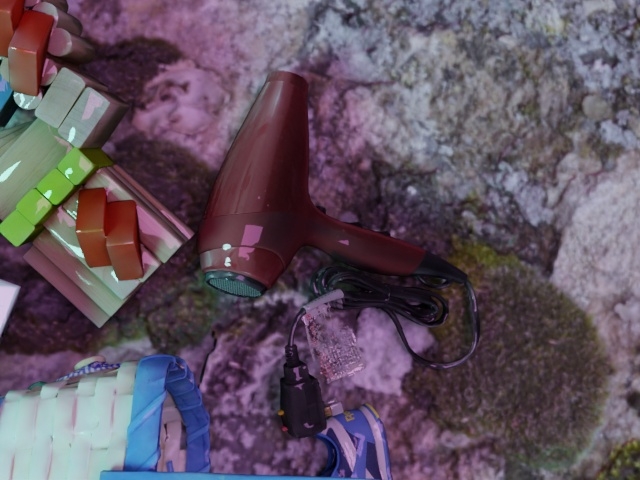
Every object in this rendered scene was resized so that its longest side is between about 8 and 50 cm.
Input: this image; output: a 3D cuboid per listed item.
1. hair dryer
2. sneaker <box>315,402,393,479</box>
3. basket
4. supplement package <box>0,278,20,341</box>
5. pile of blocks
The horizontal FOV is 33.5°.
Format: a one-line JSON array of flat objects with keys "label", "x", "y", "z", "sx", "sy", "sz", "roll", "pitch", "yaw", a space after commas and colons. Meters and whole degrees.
[{"label": "hair dryer", "x": 0.000, "y": 0.000, "z": 0.896, "sx": 0.224, "sy": 0.080, "sz": 0.293, "roll": -23, "pitch": 95, "yaw": -36}, {"label": "sneaker", "x": 0.030, "y": 0.210, "z": 0.877, "sx": 0.059, "sy": 0.053, "sz": 0.144, "roll": -9, "pitch": 78, "yaw": -18}, {"label": "basket", "x": -0.094, "y": 0.184, "z": 0.724, "sx": 0.289, "sy": 0.255, "sz": 0.201, "roll": 6, "pitch": 69, "yaw": 0}, {"label": "supplement package", "x": -0.297, "y": 0.101, "z": 0.761, "sx": 0.105, "sy": 0.105, "sz": 0.179, "roll": 22, "pitch": 77, "yaw": -13}, {"label": "pile of blocks", "x": -0.219, "y": -0.104, "z": 0.779, "sx": 0.149, "sy": 0.112, "sz": 0.362, "roll": -22, "pitch": 95, "yaw": 2}]
